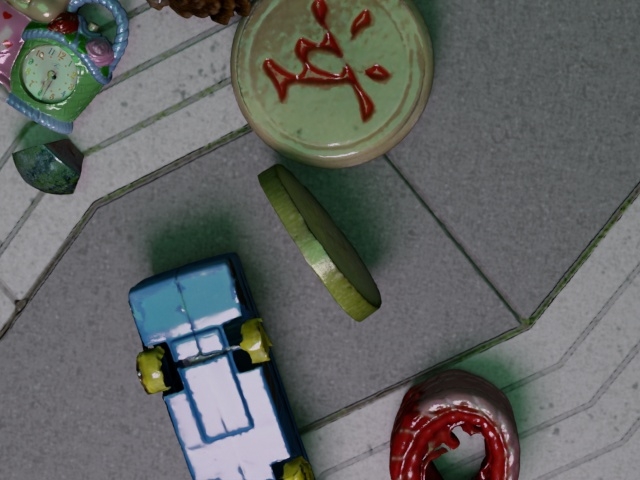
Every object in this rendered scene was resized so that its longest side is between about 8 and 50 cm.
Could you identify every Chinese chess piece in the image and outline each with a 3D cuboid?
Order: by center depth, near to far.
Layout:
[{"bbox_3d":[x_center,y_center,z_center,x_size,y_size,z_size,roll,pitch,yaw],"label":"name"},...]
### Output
[{"bbox_3d":[0.014,-0.212,1.306,0.250,0.103,0.249,0,96,4],"label":"Chinese chess piece"}]

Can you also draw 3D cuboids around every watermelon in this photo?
[{"bbox_3d":[-0.345,-0.102,1.353,0.084,0.092,0.072,-3,59,-5],"label":"watermelon"}]

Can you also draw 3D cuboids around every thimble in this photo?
[{"bbox_3d":[0.168,0.265,1.351,0.163,0.125,0.189,2,98,5],"label":"thimble"}]

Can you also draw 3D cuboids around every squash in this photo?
[{"bbox_3d":[-0.004,0.003,1.277,0.041,0.219,0.219,-36,95,8],"label":"squash"}]

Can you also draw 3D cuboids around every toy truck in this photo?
[{"bbox_3d":[-0.109,0.210,1.337,0.161,0.162,0.385,-18,98,5],"label":"toy truck"}]

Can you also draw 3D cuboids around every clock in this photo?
[{"bbox_3d":[-0.339,-0.256,1.319,0.194,0.100,0.195,31,100,-6],"label":"clock"}]

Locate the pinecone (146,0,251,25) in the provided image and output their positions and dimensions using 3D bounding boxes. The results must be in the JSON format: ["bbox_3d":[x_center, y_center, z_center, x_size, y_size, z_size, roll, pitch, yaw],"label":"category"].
[{"bbox_3d":[-0.151,-0.389,1.225,0.264,0.264,0.264,0,98,3],"label":"pinecone"}]
